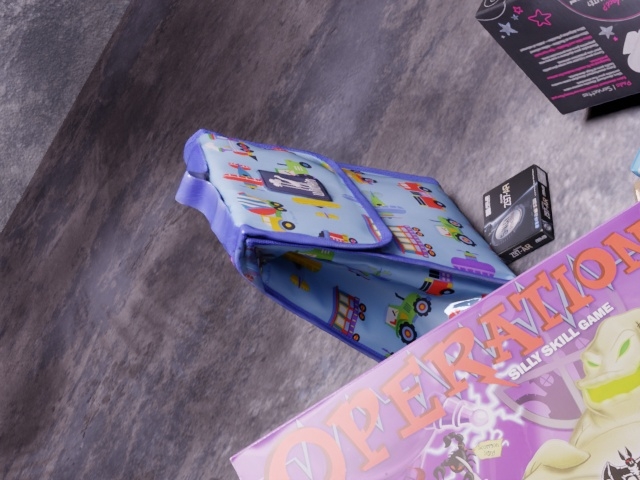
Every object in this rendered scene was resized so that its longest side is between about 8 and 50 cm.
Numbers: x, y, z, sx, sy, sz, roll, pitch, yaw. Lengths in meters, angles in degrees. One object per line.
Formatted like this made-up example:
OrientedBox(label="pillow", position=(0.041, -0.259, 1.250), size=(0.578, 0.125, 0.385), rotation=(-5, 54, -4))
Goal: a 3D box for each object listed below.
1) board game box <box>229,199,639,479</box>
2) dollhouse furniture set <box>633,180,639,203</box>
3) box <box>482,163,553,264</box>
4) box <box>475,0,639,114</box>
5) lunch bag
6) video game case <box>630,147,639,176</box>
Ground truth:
OrientedBox(label="board game box", position=(0.142, 0.113, 0.556), size=(0.347, 0.056, 0.208), rotation=(-33, 52, 2))
OrientedBox(label="dollhouse furniture set", position=(0.271, 0.093, 0.643), size=(0.212, 0.161, 0.242), rotation=(-13, 60, 15))
OrientedBox(label="box", position=(0.186, -0.023, 1.005), size=(0.067, 0.018, 0.083), rotation=(-32, 40, 37))
OrientedBox(label="box", position=(0.287, -0.233, 0.910), size=(0.247, 0.142, 0.163), rotation=(-12, 42, 50))
OrientedBox(label="lunch bag", position=(0.000, 0.000, 0.969), size=(0.138, 0.293, 0.221), rotation=(-61, 28, 19))
OrientedBox(label="video game case", position=(0.338, -0.100, 0.855), size=(0.166, 0.015, 0.119), rotation=(12, 74, 59))
